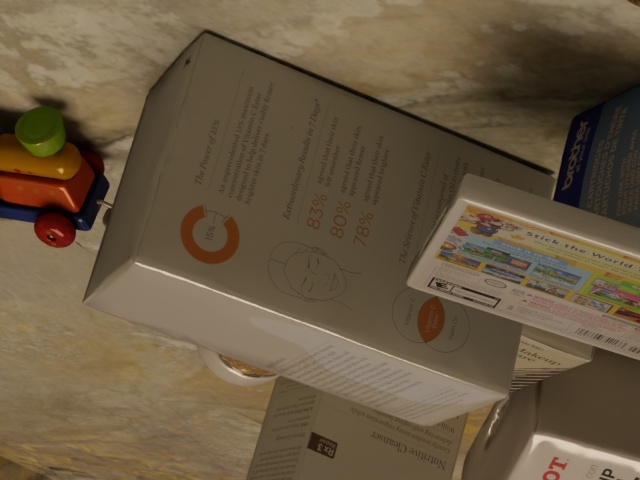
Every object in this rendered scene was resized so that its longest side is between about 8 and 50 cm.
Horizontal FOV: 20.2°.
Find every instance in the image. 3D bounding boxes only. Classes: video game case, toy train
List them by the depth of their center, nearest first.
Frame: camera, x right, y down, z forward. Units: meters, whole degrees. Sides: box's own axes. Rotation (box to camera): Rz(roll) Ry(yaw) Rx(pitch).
[{"bbox_3d":[0.193,0.027,1.381,0.227,0.026,0.206,18,159,-2],"label":"video game case"},{"bbox_3d":[-0.249,-0.072,1.732,0.248,0.105,0.143,9,145,14],"label":"toy train"}]

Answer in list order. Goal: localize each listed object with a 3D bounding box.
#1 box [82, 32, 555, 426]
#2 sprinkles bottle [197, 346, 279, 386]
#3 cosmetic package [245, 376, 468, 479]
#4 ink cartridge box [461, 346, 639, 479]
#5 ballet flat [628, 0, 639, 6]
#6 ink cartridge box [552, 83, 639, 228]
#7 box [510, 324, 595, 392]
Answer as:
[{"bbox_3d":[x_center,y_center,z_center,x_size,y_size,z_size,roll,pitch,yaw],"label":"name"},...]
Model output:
[{"bbox_3d":[0.000,0.000,1.570,0.345,0.215,0.168,22,158,-16],"label":"box"},{"bbox_3d":[-0.027,0.060,1.868,0.121,0.121,0.355,20,158,-14],"label":"sprinkles bottle"},{"bbox_3d":[0.018,0.350,2.202,0.217,0.385,0.156,23,157,-23],"label":"cosmetic package"},{"bbox_3d":[0.376,0.286,1.990,0.395,0.166,0.285,16,134,-4],"label":"ink cartridge box"},{"bbox_3d":[0.313,-0.163,1.157,0.250,0.084,0.058,3,156,13],"label":"ballet flat"},{"bbox_3d":[0.357,-0.021,1.376,0.270,0.151,0.395,24,156,-20],"label":"ink cartridge box"},{"bbox_3d":[0.177,0.094,1.858,0.113,0.094,0.275,21,158,-14],"label":"box"}]
